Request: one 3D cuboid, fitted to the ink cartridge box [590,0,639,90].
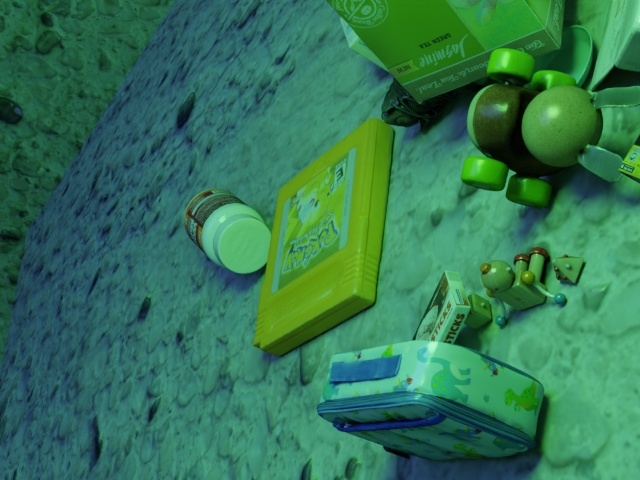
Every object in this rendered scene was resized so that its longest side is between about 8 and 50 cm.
[{"bbox_3d":[0.370,-0.322,1.068,0.261,0.066,0.296,36,-113,-81],"label":"ink cartridge box"}]

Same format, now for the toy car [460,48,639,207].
[{"bbox_3d":[0.268,-0.119,1.092,0.188,0.149,0.155,10,85,53],"label":"toy car"}]

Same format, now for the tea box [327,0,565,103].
[{"bbox_3d":[0.144,-0.414,1.252,0.220,0.323,0.329,-18,43,37],"label":"tea box"}]

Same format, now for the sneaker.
[{"bbox_3d":[0.162,-0.210,1.433,0.130,0.087,0.227,-65,24,5],"label":"sneaker"}]

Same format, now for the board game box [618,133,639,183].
[{"bbox_3d":[0.397,-0.113,0.919,0.194,0.060,0.194,-59,25,7],"label":"board game box"}]

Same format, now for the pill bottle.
[{"bbox_3d":[-0.168,-0.017,1.831,0.121,0.121,0.221,-62,25,3],"label":"pill bottle"}]

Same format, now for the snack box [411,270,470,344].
[{"bbox_3d":[0.131,0.123,1.187,0.064,0.022,0.178,-102,26,-52],"label":"snack box"}]

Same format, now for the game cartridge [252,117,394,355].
[{"bbox_3d":[0.000,0.000,1.579,0.285,0.053,0.323,-35,37,46],"label":"game cartridge"}]

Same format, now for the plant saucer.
[{"bbox_3d":[0.297,-0.209,1.242,0.119,0.021,0.119,-42,33,37],"label":"plant saucer"}]

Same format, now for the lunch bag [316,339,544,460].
[{"bbox_3d":[0.109,0.171,1.065,0.219,0.176,0.090,-19,50,55],"label":"lunch bag"}]

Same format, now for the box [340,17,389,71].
[{"bbox_3d":[0.136,-0.389,1.621,0.203,0.103,0.114,-51,28,25],"label":"box"}]

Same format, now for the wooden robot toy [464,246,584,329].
[{"bbox_3d":[0.204,0.040,1.119,0.173,0.079,0.076,-29,42,49],"label":"wooden robot toy"}]
